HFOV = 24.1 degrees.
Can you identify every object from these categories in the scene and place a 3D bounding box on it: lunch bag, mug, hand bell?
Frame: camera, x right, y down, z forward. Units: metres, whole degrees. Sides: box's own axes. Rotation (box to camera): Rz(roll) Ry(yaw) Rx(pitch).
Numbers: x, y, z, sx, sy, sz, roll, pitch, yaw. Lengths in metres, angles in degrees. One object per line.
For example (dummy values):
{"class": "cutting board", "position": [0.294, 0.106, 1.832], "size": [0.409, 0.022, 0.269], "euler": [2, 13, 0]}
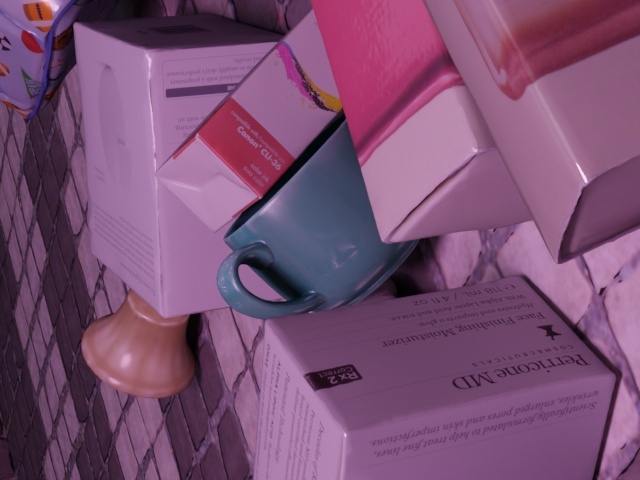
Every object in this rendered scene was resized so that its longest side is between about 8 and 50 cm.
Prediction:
{"class": "lunch bag", "position": [-0.255, -0.266, 1.482], "size": [0.243, 0.115, 0.303], "euler": [-60, 8, -23]}
{"class": "mug", "position": [0.002, -0.003, 1.044], "size": [0.097, 0.158, 0.129], "euler": [44, 178, -7]}
{"class": "hand bell", "position": [-0.151, 0.032, 1.526], "size": [0.126, 0.126, 0.242], "euler": [60, 136, 41]}

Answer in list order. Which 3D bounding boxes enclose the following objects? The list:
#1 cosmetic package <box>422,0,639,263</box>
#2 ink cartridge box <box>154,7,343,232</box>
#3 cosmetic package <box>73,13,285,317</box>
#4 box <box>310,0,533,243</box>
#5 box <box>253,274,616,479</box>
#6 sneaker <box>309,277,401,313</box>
{"class": "cosmetic package", "position": [0.107, -0.161, 0.647], "size": [0.129, 0.153, 0.296], "euler": [72, 172, -75]}
{"class": "ink cartridge box", "position": [-0.022, -0.106, 1.088], "size": [0.067, 0.198, 0.115], "euler": [44, 157, -7]}
{"class": "cosmetic package", "position": [-0.117, -0.075, 1.317], "size": [0.224, 0.138, 0.224], "euler": [-149, 56, -62]}
{"class": "box", "position": [0.086, -0.134, 0.796], "size": [0.127, 0.149, 0.232], "euler": [132, 125, -62]}
{"class": "box", "position": [0.062, 0.136, 0.913], "size": [0.119, 0.181, 0.182], "euler": [-129, 37, -49]}
{"class": "sneaker", "position": [0.046, 0.083, 1.082], "size": [0.212, 0.080, 0.094], "euler": [16, 125, 64]}
